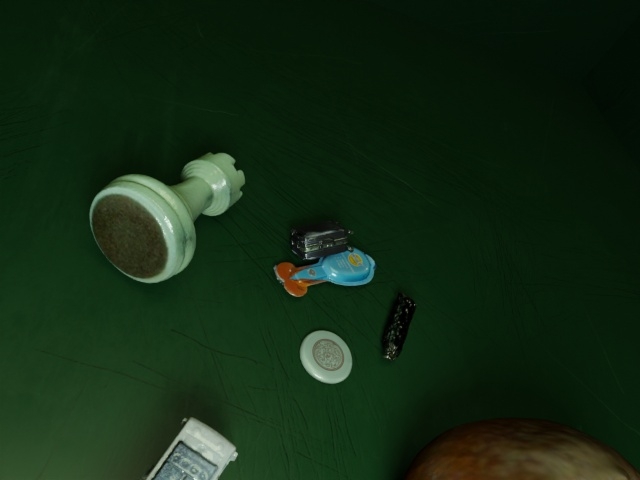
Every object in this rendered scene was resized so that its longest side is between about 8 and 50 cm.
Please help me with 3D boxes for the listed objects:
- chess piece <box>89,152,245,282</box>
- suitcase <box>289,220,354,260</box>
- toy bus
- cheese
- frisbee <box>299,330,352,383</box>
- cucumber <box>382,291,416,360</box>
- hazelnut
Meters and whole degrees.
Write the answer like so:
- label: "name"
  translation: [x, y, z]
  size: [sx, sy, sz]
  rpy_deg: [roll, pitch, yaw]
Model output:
- label: "chess piece"
  translation: [-0.265, -0.069, 1.044]
  size: [0.194, 0.195, 0.299]
  rpy_deg: [36, 35, 3]
- label: "suitcase"
  translation: [0.000, 0.000, 1.179]
  size: [0.126, 0.059, 0.086]
  rpy_deg: [-12, 21, -23]
- label: "toy bus"
  translation: [-0.232, 0.382, 0.684]
  size: [0.097, 0.138, 0.343]
  rpy_deg: [33, 45, 4]
- label: "cheese"
  translation: [0.019, 0.064, 1.180]
  size: [0.255, 0.037, 0.106]
  rpy_deg: [-11, 57, -34]
- label: "frisbee"
  translation: [0.012, 0.222, 1.051]
  size: [0.110, 0.014, 0.110]
  rpy_deg: [16, 46, -18]
- label: "cucumber"
  translation: [0.163, 0.181, 1.150]
  size: [0.053, 0.053, 0.182]
  rpy_deg: [31, 46, -2]
- label: "hazelnut"
  translation: [0.318, 0.443, 0.818]
  size: [0.408, 0.359, 0.360]
  rpy_deg: [-3, 53, -20]
